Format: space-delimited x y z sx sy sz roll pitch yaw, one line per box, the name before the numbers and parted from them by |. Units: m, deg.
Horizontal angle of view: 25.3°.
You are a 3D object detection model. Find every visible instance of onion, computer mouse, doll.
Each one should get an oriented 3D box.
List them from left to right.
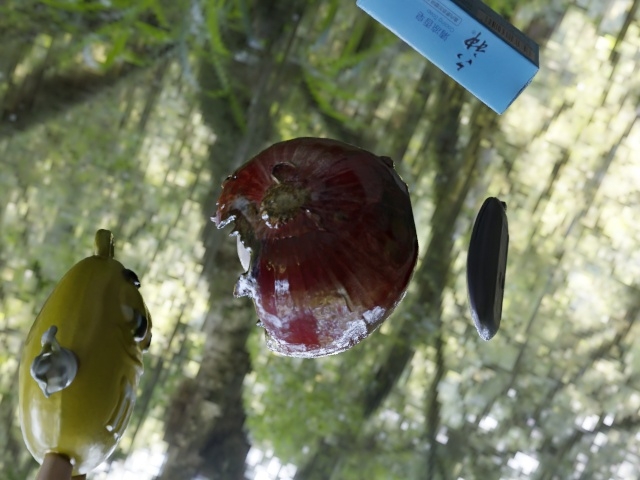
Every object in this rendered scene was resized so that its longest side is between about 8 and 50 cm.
doll | -0.323 0.224 1.818 0.161 0.423 0.348 9 -164 4
onion | -0.003 -0.006 2.182 0.341 0.341 0.341 20 -163 -6
computer mouse | 0.263 0.044 2.278 0.057 0.232 0.120 1 158 17

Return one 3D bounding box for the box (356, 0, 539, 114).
box | 0.164 -0.271 1.793 0.232 0.083 0.142 35 -159 -5
